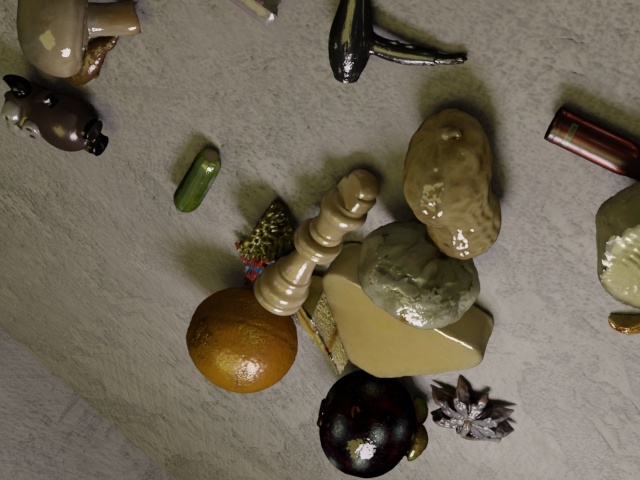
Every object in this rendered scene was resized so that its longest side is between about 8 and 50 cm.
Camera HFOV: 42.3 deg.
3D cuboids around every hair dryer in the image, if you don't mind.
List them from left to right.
[{"bbox_3d":[0.122,-0.315,1.271,0.219,0.075,0.196,14,135,6],"label":"hair dryer"}]

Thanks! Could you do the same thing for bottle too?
[{"bbox_3d":[0.426,-0.142,1.254,0.164,0.060,0.060,27,147,4],"label":"bottle"}]

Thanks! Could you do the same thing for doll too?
[{"bbox_3d":[-0.587,-0.267,1.809,0.257,0.117,0.182,20,151,10],"label":"doll"}]

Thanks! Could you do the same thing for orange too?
[{"bbox_3d":[-0.192,0.244,2.042,0.274,0.274,0.274,20,145,15],"label":"orange"}]

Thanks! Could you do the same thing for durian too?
[{"bbox_3d":[-0.106,0.006,1.797,0.108,0.119,0.187,37,145,-3],"label":"durian"}]

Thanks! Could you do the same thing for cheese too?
[{"bbox_3d":[0.199,0.186,1.812,0.383,0.104,0.384,20,145,15],"label":"cheese"}]

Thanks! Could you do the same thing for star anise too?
[{"bbox_3d":[0.375,0.438,2.035,0.230,0.081,0.262,-12,127,32],"label":"star anise"}]

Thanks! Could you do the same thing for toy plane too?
[{"bbox_3d":[-0.157,0.064,1.961,0.130,0.061,0.189,40,158,9],"label":"toy plane"}]

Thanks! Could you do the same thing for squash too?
[{"bbox_3d":[-0.270,-0.125,1.801,0.066,0.066,0.229,34,145,-6],"label":"squash"}]

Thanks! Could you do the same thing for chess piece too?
[{"bbox_3d":[0.000,0.000,1.672,0.117,0.117,0.397,34,130,-6],"label":"chess piece"}]

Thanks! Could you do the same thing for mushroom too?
[{"bbox_3d":[-0.432,-0.397,1.484,0.215,0.207,0.207,-3,148,-12],"label":"mushroom"}]

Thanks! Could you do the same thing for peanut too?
[{"bbox_3d":[0.218,-0.082,1.405,0.143,0.159,0.291,52,168,45],"label":"peanut"}]

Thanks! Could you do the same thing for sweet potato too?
[{"bbox_3d":[-0.463,-0.354,1.647,0.068,0.068,0.226,44,144,-20],"label":"sweet potato"}]

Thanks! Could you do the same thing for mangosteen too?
[{"bbox_3d":[0.133,0.463,2.089,0.287,0.288,0.288,20,145,15],"label":"mangosteen"}]

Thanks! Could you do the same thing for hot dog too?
[{"bbox_3d":[0.581,0.159,1.549,0.090,0.034,0.030,-3,134,41],"label":"hot dog"}]

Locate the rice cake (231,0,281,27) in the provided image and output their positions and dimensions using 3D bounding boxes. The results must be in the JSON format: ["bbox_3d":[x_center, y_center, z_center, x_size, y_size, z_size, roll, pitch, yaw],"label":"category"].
[{"bbox_3d":[-0.180,-0.438,1.332,0.269,0.049,0.055,33,160,-7],"label":"rice cake"}]

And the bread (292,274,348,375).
[{"bbox_3d":[-0.033,0.192,1.969,0.178,0.135,0.240,8,143,29],"label":"bread"}]

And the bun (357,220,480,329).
[{"bbox_3d":[0.184,0.050,1.548,0.239,0.239,0.141,29,125,2],"label":"bun"}]

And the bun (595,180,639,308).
[{"bbox_3d":[0.539,-0.008,1.254,0.259,0.152,0.259,5,141,4],"label":"bun"}]
